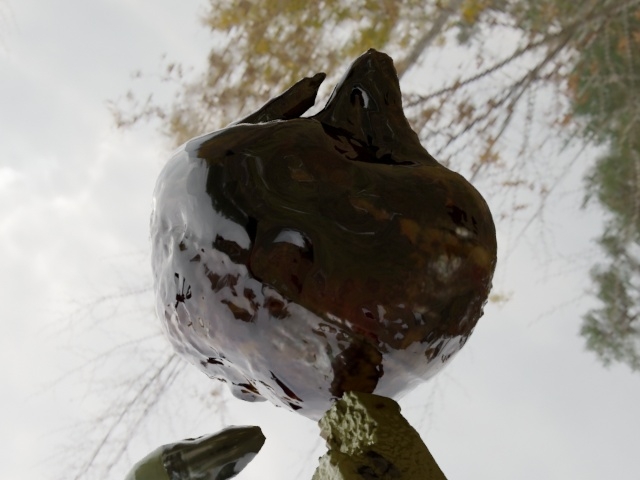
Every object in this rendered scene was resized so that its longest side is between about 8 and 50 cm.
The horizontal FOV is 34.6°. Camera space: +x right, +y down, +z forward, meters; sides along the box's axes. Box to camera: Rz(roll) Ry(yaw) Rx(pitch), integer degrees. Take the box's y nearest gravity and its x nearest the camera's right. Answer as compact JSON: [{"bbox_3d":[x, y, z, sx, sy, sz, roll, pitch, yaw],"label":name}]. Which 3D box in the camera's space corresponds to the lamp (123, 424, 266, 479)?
[{"bbox_3d":[-0.192,0.327,1.451,0.101,0.250,0.101,62,-174,-11],"label":"lamp"}]

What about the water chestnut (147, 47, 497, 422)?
[{"bbox_3d":[0.000,0.000,0.822,0.289,0.244,0.289,-13,-150,7],"label":"water chestnut"}]

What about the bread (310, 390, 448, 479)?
[{"bbox_3d":[0.047,0.173,0.633,0.088,0.049,0.226,9,-154,-28],"label":"bread"}]
